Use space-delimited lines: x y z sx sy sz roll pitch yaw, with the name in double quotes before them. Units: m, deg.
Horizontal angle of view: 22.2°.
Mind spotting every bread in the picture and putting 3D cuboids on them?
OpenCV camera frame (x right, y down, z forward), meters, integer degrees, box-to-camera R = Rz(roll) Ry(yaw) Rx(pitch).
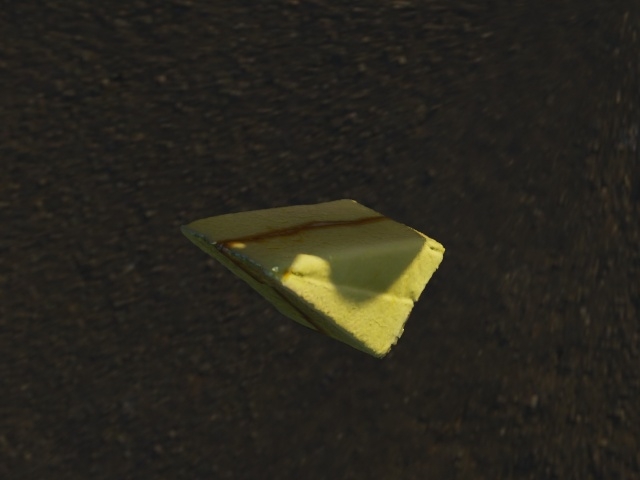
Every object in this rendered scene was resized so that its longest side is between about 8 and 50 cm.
"bread" -0.003 0.000 1.821 0.168 0.264 0.163 25 80 37
